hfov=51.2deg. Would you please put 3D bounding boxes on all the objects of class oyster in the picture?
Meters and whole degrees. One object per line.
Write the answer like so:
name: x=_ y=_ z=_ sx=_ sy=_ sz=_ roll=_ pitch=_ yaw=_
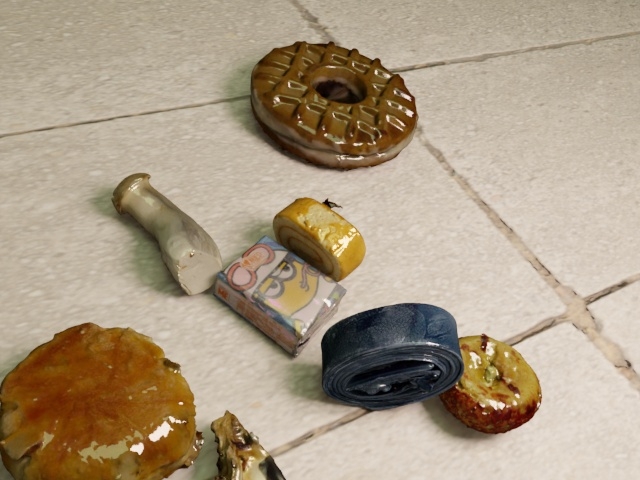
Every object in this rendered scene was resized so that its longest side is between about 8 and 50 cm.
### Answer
oyster: x=-0.042 y=0.335 z=0.722 sx=0.129 sy=0.078 sz=0.345 roll=3 pitch=42 yaw=-44

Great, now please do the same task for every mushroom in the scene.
mushroom: x=-0.227 y=-0.019 z=0.982 sx=0.092 sy=0.081 sz=0.223 roll=-5 pitch=44 yaw=-48

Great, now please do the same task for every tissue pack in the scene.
tissue pack: x=-0.058 y=0.076 z=0.956 sx=0.155 sy=0.065 sz=0.115 roll=35 pitch=47 yaw=14

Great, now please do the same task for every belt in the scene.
belt: x=0.087 y=0.155 z=0.859 sx=0.190 sy=0.141 sz=0.082 roll=-18 pitch=43 yaw=18

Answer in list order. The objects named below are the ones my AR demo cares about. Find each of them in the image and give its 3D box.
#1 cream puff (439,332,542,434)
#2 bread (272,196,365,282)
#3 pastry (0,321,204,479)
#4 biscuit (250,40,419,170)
cream puff: x=0.225 y=0.200 z=0.918 sx=0.149 sy=0.084 sz=0.149 roll=10 pitch=42 yaw=-9
bread: x=0.000 y=0.000 z=1.008 sx=0.149 sy=0.122 sz=0.073 roll=36 pitch=60 yaw=24
pastry: x=-0.244 y=0.196 z=0.761 sx=0.229 sy=0.100 sz=0.218 roll=15 pitch=41 yaw=3
biscuit: x=0.023 y=-0.263 z=1.273 sx=0.332 sy=0.103 sz=0.332 roll=10 pitch=47 yaw=-10
